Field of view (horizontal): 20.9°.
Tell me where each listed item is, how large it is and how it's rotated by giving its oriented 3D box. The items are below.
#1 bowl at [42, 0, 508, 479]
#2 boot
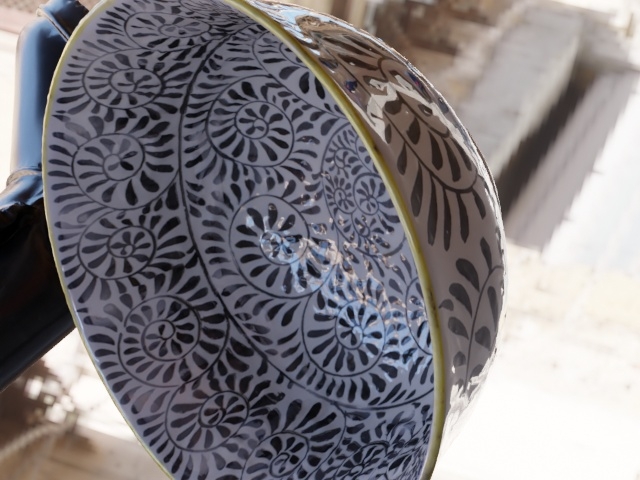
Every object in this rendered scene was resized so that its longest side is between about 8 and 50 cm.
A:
[{"bbox_3d":[0.000,0.000,0.505,0.080,0.170,0.170,-22,-49,-38],"label":"bowl"},{"bbox_3d":[-0.168,-0.014,0.873,0.207,0.246,0.094,-34,-54,-5],"label":"boot"}]
